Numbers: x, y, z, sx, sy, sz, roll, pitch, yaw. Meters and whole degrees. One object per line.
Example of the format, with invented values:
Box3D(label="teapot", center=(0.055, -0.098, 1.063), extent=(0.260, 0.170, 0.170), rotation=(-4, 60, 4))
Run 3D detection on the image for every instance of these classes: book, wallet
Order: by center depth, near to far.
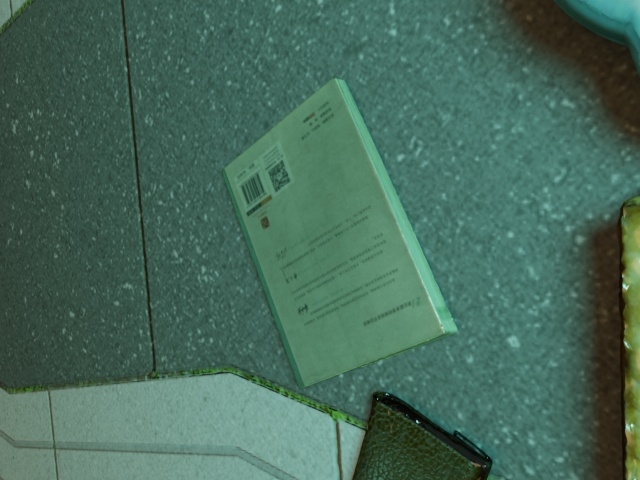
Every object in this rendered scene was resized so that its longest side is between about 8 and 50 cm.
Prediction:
Box3D(label="wallet", center=(0.082, 0.289, 0.578), extent=(0.133, 0.039, 0.243), rotation=(25, 110, 40))
Box3D(label="book", center=(0.000, 0.000, 0.617), extent=(0.215, 0.025, 0.283), rotation=(-29, 77, 37))

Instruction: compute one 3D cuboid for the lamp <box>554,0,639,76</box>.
Box3D(label="lamp", center=(0.236, -0.195, 0.332), extent=(0.209, 0.147, 0.284), rotation=(-24, 72, 39))

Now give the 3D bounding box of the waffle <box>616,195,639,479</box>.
Box3D(label="waffle", center=(0.307, 0.112, 0.350), extent=(0.212, 0.091, 0.308), rotation=(-2, 95, 38))
